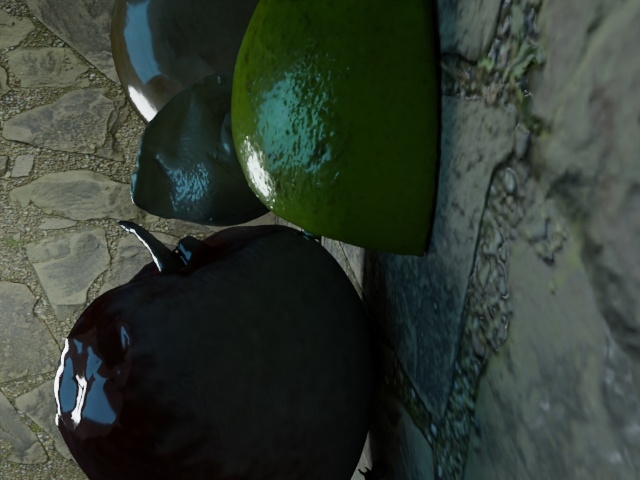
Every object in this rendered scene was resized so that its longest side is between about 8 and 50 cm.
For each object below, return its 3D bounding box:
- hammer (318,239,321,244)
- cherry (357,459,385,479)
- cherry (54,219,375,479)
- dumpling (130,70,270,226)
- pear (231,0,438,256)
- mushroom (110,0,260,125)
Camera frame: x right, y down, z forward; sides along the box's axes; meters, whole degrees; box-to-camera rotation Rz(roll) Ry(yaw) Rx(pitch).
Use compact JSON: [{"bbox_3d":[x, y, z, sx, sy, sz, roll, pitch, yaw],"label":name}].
[{"bbox_3d":[0.000,0.000,1.132,0.110,0.019,0.036,86,177,-46],"label":"hammer"},{"bbox_3d":[0.036,0.304,0.624,0.107,0.090,0.226,70,-160,-55],"label":"cherry"},{"bbox_3d":[-0.086,0.143,0.725,0.291,0.335,0.326,-4,47,49],"label":"cherry"},{"bbox_3d":[-0.093,-0.091,0.705,0.111,0.181,0.155,5,101,44],"label":"dumpling"},{"bbox_3d":[0.005,-0.153,0.550,0.288,0.139,0.239,-105,22,-57],"label":"pear"},{"bbox_3d":[-0.095,-0.242,0.857,0.290,0.292,0.293,-41,-47,-67],"label":"mushroom"}]
